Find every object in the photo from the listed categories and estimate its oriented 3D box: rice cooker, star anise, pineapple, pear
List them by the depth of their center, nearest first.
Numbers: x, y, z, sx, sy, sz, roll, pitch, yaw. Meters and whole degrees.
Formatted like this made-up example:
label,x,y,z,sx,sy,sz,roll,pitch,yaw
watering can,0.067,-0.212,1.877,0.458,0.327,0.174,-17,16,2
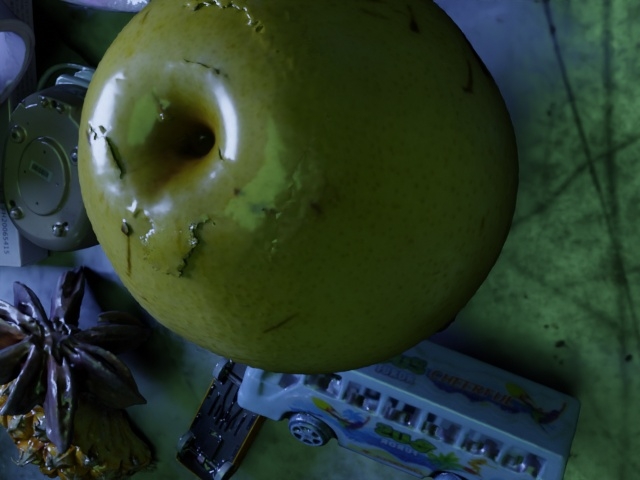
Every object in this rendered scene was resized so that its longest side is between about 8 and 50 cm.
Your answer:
label,x,y,z,sx,sy,sz,roll,pitch,yaw
pear,-0.017,-0.059,0.781,0.348,0.348,0.348,4,103,19
rice cooker,-0.269,-0.085,1.064,0.145,0.127,0.206,21,116,14
star anise,-0.297,0.118,1.087,0.236,0.229,0.093,16,140,-2
pineapple,-0.307,0.213,1.139,0.079,0.135,0.233,-40,88,23

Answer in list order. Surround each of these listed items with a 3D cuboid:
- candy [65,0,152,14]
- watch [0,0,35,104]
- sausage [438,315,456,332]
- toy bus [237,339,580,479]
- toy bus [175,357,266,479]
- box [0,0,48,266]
label,x,y,z,sx,sy,sz,roll,pitch,yaw
candy,-0.169,-0.295,0.959,0.195,0.185,0.137,15,111,12
watch,-0.393,-0.161,1.001,0.217,0.248,0.211,-44,85,-5
sausage,-0.001,0.001,0.986,0.317,0.125,0.117,14,107,17
toy bus,0.085,0.161,0.967,0.329,0.109,0.136,21,140,9
toy bus,-0.096,0.195,1.091,0.069,0.074,0.162,35,113,17
box,-0.425,-0.146,1.138,0.200,0.065,0.343,4,103,19
